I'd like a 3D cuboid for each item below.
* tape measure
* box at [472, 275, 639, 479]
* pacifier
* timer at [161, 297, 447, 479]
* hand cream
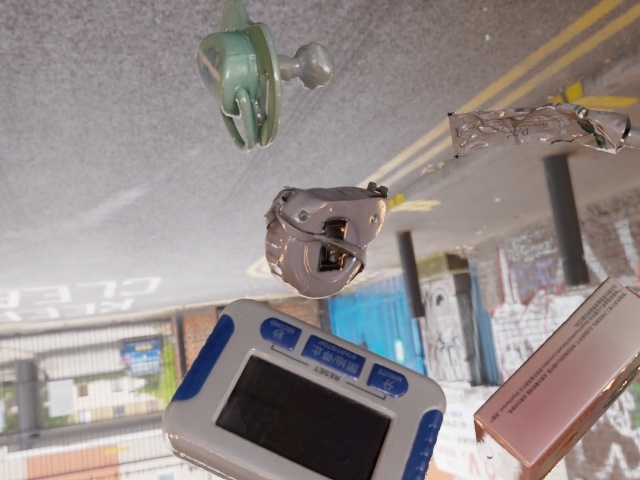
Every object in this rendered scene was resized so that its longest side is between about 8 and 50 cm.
[{"bbox_3d":[0.000,0.000,1.227,0.236,0.197,0.120,-4,-161,-38],"label":"tape measure"},{"bbox_3d":[0.152,0.092,0.443,0.125,0.043,0.089,-42,149,-10],"label":"box"},{"bbox_3d":[-0.043,-0.140,0.623,0.116,0.127,0.150,-9,-149,-25],"label":"pacifier"},{"bbox_3d":[-0.014,0.179,0.717,0.253,0.178,0.078,24,142,5],"label":"timer"},{"bbox_3d":[0.299,-0.143,0.940,0.256,0.050,0.084,3,147,17],"label":"hand cream"}]
